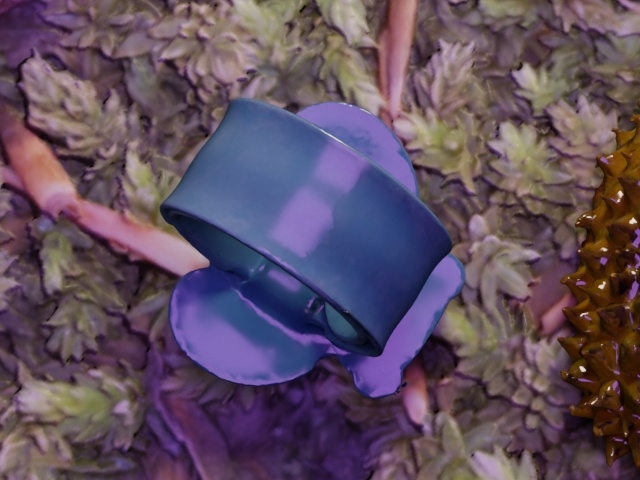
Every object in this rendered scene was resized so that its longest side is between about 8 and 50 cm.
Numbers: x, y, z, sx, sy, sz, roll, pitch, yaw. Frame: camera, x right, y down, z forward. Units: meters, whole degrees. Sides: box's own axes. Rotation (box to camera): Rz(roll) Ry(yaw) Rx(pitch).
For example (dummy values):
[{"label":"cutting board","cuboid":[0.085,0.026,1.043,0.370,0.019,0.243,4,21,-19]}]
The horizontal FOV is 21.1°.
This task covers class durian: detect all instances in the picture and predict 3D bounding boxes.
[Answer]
[{"label":"durian","cuboid":[0.267,-0.004,1.158,0.191,0.112,0.341,35,80,3]}]

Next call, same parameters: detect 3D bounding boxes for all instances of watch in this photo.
[{"label":"watch","cuboid":[0.000,0.000,1.102,0.211,0.193,0.211,0,78,-1]}]
